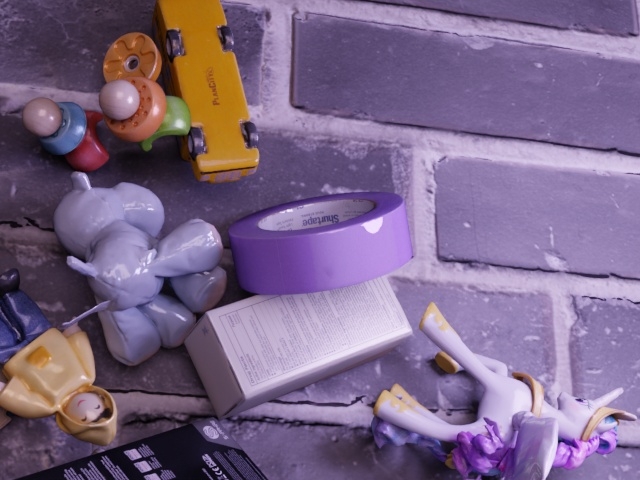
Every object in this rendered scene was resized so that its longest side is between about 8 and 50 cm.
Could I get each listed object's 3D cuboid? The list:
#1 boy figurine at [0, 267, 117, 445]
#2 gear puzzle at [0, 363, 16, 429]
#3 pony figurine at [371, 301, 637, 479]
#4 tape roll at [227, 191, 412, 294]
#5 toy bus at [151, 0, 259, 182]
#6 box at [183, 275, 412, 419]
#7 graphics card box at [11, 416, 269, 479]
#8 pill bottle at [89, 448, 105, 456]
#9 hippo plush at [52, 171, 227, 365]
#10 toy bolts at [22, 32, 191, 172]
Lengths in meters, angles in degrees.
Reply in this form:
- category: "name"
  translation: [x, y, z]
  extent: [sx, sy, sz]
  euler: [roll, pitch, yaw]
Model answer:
- category: "boy figurine"
  translation: [-0.400, 0.185, 1.687]
  extent: [0.177, 0.092, 0.285]
  euler: [-32, 76, -36]
- category: "gear puzzle"
  translation: [-0.539, 0.124, 1.744]
  extent: [0.339, 0.044, 0.175]
  euler: [44, 58, 4]
- category: "pony figurine"
  translation: [0.268, 0.300, 1.787]
  extent: [0.364, 0.302, 0.351]
  euler: [24, 55, 12]
- category: "tape roll"
  translation: [0.000, 0.000, 1.806]
  extent: [0.275, 0.275, 0.090]
  euler: [-14, 104, -20]
- category: "toy bus"
  translation: [-0.193, -0.247, 1.937]
  extent: [0.108, 0.130, 0.332]
  euler: [-8, 71, -19]
- category: "box"
  translation: [-0.033, 0.146, 1.798]
  extent: [0.311, 0.121, 0.148]
  euler: [-16, 74, -30]
- category: "graphics card box"
  translation: [-0.242, 0.380, 1.569]
  extent: [0.371, 0.094, 0.233]
  euler: [-14, 40, -36]
- category: "pill bottle"
  translation: [-0.337, 0.362, 1.687]
  extent: [0.067, 0.067, 0.120]
  euler: [41, 64, 4]
- category: "hippo plush"
  translation: [-0.311, 0.036, 1.781]
  extent: [0.294, 0.234, 0.236]
  euler: [-12, 40, -37]
- category: "toy bolts"
  translation: [-0.350, -0.225, 1.821]
  extent: [0.229, 0.158, 0.218]
  euler: [-24, 68, 17]
